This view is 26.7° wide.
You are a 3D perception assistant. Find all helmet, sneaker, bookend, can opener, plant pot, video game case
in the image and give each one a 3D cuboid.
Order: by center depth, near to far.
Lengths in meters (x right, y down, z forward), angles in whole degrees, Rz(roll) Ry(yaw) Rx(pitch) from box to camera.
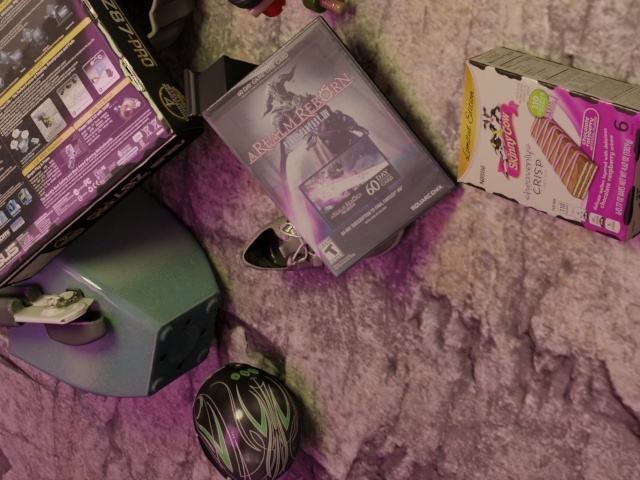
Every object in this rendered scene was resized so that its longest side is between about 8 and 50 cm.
[{"bbox_3d":[0.011,-0.115,1.698,0.196,0.026,0.274,-38,98,13],"label":"video game case"},{"bbox_3d":[-0.072,-0.207,1.755,0.156,0.157,0.072,-32,56,49],"label":"bookend"},{"bbox_3d":[0.000,0.000,1.822,0.281,0.115,0.105,-23,92,48],"label":"sneaker"},{"bbox_3d":[-0.442,0.112,1.993,0.280,0.074,0.093,3,117,34],"label":"can opener"},{"bbox_3d":[-0.104,0.281,2.029,0.161,0.169,0.169,44,137,44],"label":"helmet"},{"bbox_3d":[-0.300,0.099,2.087,0.252,0.247,0.247,32,129,25],"label":"plant pot"}]

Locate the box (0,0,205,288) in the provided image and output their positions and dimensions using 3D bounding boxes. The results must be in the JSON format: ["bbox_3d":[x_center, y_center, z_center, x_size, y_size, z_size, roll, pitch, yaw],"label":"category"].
[{"bbox_3d":[-0.393,-0.167,1.881,0.395,0.097,0.318,-38,83,27],"label":"box"}]

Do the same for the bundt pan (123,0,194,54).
[{"bbox_3d":[-0.301,-0.395,1.927,0.331,0.124,0.330,21,122,36],"label":"bundt pan"}]

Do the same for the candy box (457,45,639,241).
[{"bbox_3d":[0.271,-0.113,1.531,0.233,0.071,0.159,23,124,37],"label":"candy box"}]

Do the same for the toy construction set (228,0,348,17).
[{"bbox_3d":[-0.128,-0.418,1.634,0.237,0.309,0.257,32,121,37],"label":"toy construction set"}]
